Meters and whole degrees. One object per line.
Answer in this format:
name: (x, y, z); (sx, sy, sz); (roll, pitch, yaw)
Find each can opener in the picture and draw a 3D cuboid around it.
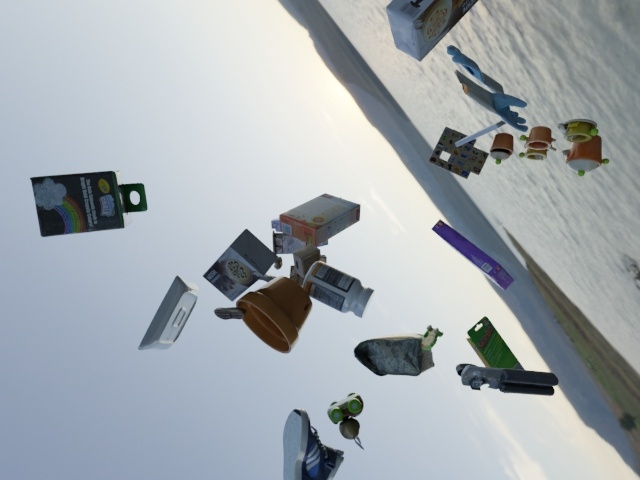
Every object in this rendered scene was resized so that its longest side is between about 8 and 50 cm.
can opener: (0.560, 0.409, 1.270); (0.284, 0.075, 0.095); (5, -158, -1)

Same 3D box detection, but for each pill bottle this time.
pill bottle: (0.076, 0.209, 1.762); (0.279, 0.162, 0.162); (25, -167, 14)

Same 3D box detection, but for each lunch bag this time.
lunch bag: (0.307, 0.478, 1.763); (0.235, 0.287, 0.168); (16, -109, -60)

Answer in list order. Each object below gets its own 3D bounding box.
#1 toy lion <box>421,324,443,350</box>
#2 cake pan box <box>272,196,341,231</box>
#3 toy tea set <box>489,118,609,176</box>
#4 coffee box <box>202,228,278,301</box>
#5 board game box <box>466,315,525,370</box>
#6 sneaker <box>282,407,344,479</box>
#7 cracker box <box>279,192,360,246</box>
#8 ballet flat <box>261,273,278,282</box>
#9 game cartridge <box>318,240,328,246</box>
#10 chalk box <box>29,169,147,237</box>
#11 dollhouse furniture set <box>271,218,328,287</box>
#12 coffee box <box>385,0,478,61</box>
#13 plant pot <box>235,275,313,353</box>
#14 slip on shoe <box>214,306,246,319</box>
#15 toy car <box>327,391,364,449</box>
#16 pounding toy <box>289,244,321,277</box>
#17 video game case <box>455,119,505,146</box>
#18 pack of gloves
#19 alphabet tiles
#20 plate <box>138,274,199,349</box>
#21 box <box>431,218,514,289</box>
toy lion: (0.415, 0.372, 1.589); (0.034, 0.096, 0.100); (42, 174, -7)
cake pan box: (-0.051, -0.113, 1.849); (0.246, 0.267, 0.070); (8, 121, 63)
toy tea set: (0.703, -0.270, 1.312); (0.200, 0.124, 0.336); (17, 173, -35)
coffee box: (-0.320, 0.103, 1.641); (0.168, 0.297, 0.119); (43, -133, -9)
board game box: (0.647, 0.419, 1.552); (0.124, 0.039, 0.259); (-30, -95, -27)
sneaker: (-0.014, 0.786, 1.601); (0.236, 0.130, 0.322); (4, -89, -34)
cracker box: (0.002, -0.073, 1.359); (0.156, 0.067, 0.232); (23, -143, 35)
ballet flat: (-0.284, 0.199, 2.146); (0.250, 0.058, 0.084); (14, 178, 35)
game cartridge: (0.000, 0.000, 1.485); (0.083, 0.056, 0.017); (85, 174, -63)
chalk box: (-0.694, -0.123, 1.300); (0.179, 0.289, 0.180); (-153, 58, -70)
dollhouse furniture set: (-0.101, 0.076, 2.184); (0.173, 0.303, 0.355); (-92, 1, -55)
coffee box: (0.294, -0.605, 1.055); (0.098, 0.246, 0.141); (44, 180, 26)
plant pot: (-0.168, 0.280, 1.690); (0.291, 0.291, 0.203); (49, -120, -8)
slip on shoe: (-0.360, 0.286, 1.673); (0.041, 0.135, 0.051); (-52, -45, -58)
toy car: (0.125, 0.708, 1.620); (0.188, 0.149, 0.155); (63, 177, 10)
pounding toy: (-0.075, 0.106, 1.960); (0.100, 0.130, 0.141); (32, 138, 44)
video game case: (0.545, -0.363, 1.378); (0.143, 0.157, 0.019); (-30, -84, -35)
pack of gloves: (0.376, -0.342, 0.912); (0.232, 0.046, 0.195); (17, -130, -32)
alphabet tiles: (0.652, -0.403, 1.952); (0.237, 0.198, 0.009); (26, 173, 9)
plate: (-0.537, 0.280, 1.541); (0.045, 0.278, 0.277); (24, 166, 4)
box: (0.564, 0.051, 1.557); (0.201, 0.057, 0.293); (31, -167, -47)
